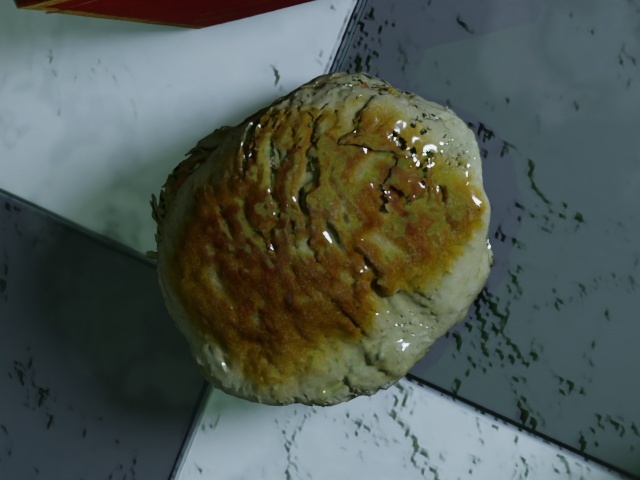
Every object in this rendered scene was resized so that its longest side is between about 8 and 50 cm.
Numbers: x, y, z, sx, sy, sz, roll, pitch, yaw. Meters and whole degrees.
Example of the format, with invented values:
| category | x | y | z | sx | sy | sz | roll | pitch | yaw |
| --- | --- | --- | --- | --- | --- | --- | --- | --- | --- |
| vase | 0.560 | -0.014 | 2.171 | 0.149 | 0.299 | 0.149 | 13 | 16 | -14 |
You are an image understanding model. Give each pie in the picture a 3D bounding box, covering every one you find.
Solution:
| category | x | y | z | sx | sy | sz | roll | pitch | yaw |
| --- | --- | --- | --- | --- | --- | --- | --- | --- | --- |
| pie | 0.000 | 0.000 | 1.025 | 0.193 | 0.079 | 0.163 | -40 | 84 | 15 |

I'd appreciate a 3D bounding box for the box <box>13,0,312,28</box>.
| category | x | y | z | sx | sy | sz | roll | pitch | yaw |
| --- | --- | --- | --- | --- | --- | --- | --- | --- | --- |
| box | -0.038 | -0.152 | 0.944 | 0.153 | 0.240 | 0.074 | -8 | 92 | 16 |
